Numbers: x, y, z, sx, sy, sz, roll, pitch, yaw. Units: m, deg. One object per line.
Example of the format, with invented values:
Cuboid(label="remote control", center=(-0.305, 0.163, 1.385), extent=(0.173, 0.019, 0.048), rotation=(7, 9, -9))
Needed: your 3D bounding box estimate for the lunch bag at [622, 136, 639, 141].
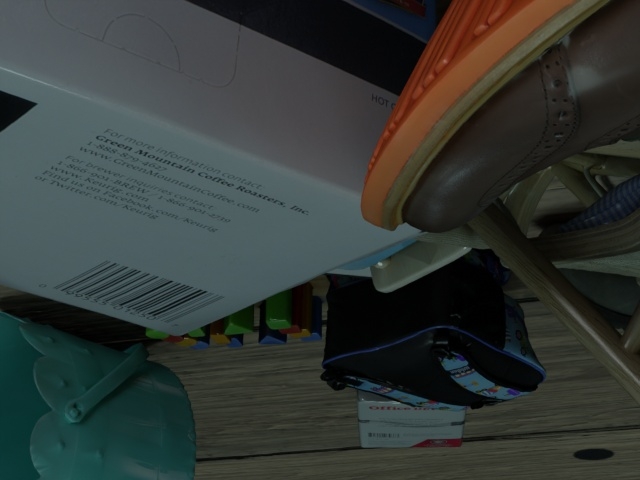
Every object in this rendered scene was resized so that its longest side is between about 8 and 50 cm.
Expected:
Cuboid(label="lunch bag", center=(0.199, -0.186, 0.628), extent=(0.256, 0.213, 0.305), rotation=(31, 146, -14))

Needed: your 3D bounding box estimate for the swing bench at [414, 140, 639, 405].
Cuboid(label="swing bench", center=(0.176, -0.023, 0.936), extent=(0.254, 0.165, 0.253), rotation=(30, -167, 32))

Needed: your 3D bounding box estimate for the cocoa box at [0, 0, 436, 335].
Cuboid(label="cocoa box", center=(-0.140, -0.124, 0.749), extent=(0.347, 0.228, 0.231), rotation=(19, 152, -34))

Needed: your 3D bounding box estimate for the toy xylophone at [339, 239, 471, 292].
Cuboid(label="toy xylophone", center=(-0.029, -0.059, 1.066), extent=(0.322, 0.081, 0.236), rotation=(12, 153, -23))

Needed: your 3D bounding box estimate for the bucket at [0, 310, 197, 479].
Cuboid(label="bucket", center=(-0.257, 0.211, 1.455), extent=(0.183, 0.281, 0.281), rotation=(18, 151, -35))

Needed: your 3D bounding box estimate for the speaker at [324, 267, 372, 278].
Cuboid(label="speaker", center=(0.000, 0.000, 1.227), extent=(0.136, 0.055, 0.055), rotation=(5, 155, -9))

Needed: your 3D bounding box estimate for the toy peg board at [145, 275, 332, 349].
Cuboid(label="toy peg board", center=(-0.073, 0.060, 1.333), extent=(0.161, 0.079, 0.161), rotation=(-5, 155, 13))

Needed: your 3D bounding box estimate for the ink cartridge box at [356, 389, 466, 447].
Cuboid(label="ink cartridge box", center=(0.092, 0.160, 1.563), extent=(0.109, 0.063, 0.150), rotation=(0, 155, 3))

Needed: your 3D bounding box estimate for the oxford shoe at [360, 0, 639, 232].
Cuboid(label="oxford shoe", center=(0.124, -0.072, 0.551), extent=(0.132, 0.130, 0.363), rotation=(32, 151, -7))

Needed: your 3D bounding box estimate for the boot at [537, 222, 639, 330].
Cuboid(label="boot", center=(0.285, 0.002, 1.169), extent=(0.083, 0.246, 0.161), rotation=(-19, 131, -46))

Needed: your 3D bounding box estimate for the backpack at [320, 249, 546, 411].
Cuboid(label="backpack", center=(0.106, 0.079, 1.319), extent=(0.158, 0.117, 0.173), rotation=(-21, 147, 39))
